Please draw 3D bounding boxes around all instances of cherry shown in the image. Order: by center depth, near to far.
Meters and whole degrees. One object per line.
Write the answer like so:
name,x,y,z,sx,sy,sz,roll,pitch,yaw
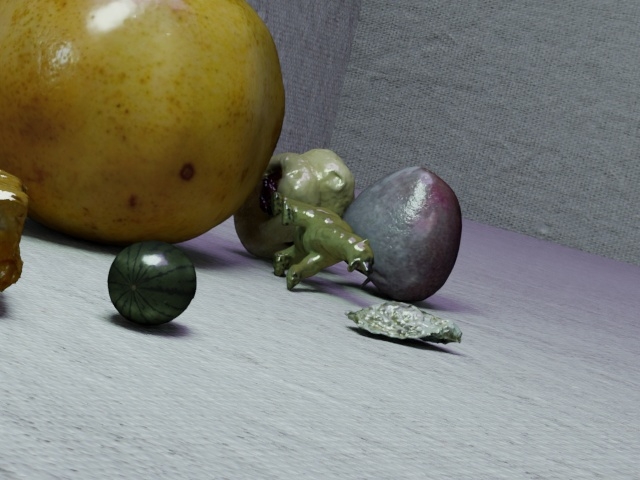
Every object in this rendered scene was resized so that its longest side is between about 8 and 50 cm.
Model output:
cherry,0.105,-0.009,1.988,0.140,0.176,0.176,32,-9,-40

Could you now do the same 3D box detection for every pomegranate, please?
pomegranate,-0.242,-0.186,1.889,0.416,0.417,0.416,13,5,-1

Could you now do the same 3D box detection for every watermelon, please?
watermelon,-0.148,0.037,1.373,0.078,0.078,0.111,13,5,-1

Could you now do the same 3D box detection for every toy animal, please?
toy animal,0.000,0.000,1.891,0.101,0.103,0.218,1,6,-9

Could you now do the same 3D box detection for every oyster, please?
oyster,0.083,0.085,1.622,0.100,0.037,0.098,9,6,-35

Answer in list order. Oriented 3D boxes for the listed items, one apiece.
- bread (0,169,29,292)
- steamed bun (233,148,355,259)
bread,-0.428,-0.031,1.262,0.380,0.109,0.185,10,10,-12
steamed bun,-0.020,-0.056,2.066,0.172,0.141,0.155,-4,-14,-17
